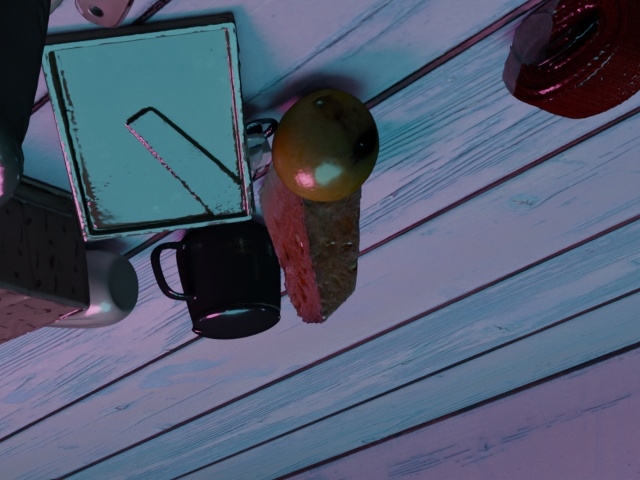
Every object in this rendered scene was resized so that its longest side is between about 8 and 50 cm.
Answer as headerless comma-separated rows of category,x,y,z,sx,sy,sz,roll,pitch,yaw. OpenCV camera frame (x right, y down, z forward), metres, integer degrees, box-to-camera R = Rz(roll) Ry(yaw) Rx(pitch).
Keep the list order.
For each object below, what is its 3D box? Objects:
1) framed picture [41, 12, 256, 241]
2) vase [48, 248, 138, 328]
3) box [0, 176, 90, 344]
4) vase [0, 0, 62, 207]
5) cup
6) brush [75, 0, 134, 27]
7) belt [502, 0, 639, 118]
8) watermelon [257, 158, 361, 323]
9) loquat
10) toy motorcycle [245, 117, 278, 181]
framed picture,-0.203,-0.129,1.484,0.232,0.024,0.315,-7,133,-5
vase,-0.422,0.087,1.971,0.248,0.128,0.128,-9,161,25
box,-0.518,0.041,1.718,0.297,0.190,0.225,-21,158,27
vase,-0.333,-0.176,1.055,0.245,0.291,0.245,-3,144,-2
cup,-0.167,0.064,1.947,0.223,0.176,0.169,3,158,-32
brush,-0.168,-0.297,1.212,0.072,0.067,0.313,34,151,-17
belt,0.333,-0.230,1.491,0.124,0.128,0.201,10,150,-39
watermelon,0.000,0.000,1.752,0.140,0.257,0.193,-5,166,-12
loquat,0.007,-0.123,1.588,0.137,0.163,0.163,16,160,7
toy motorcycle,-0.143,-0.102,1.647,0.150,0.102,0.221,-15,161,-21
